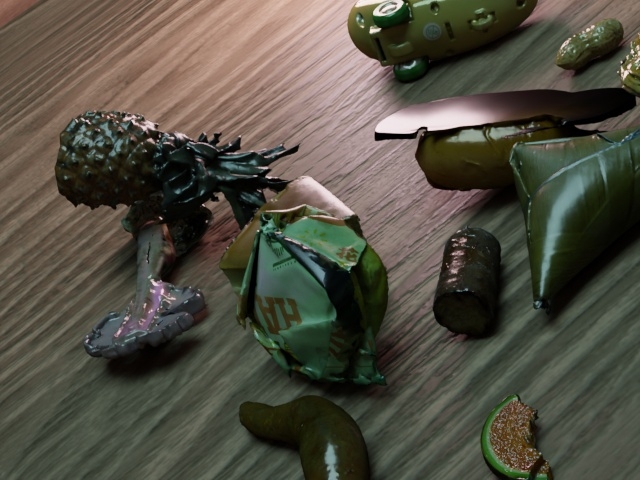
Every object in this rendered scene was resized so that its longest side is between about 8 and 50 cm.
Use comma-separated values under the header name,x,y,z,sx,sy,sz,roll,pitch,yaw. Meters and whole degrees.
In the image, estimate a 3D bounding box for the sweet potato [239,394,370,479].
name,x,y,z,sx,sy,sz,roll,pitch,yaw
sweet potato,-0.007,0.234,1.546,0.108,0.079,0.346,-44,29,-2

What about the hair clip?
name,x,y,z,sx,sy,sz,roll,pitch,yaw
hair clip,-0.245,0.077,1.968,0.173,0.069,0.300,-20,32,15

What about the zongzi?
name,x,y,z,sx,sy,sz,roll,pitch,yaw
zongzi,0.349,-0.033,1.629,0.228,0.115,0.256,-11,43,15

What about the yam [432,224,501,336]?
name,x,y,z,sx,sy,sz,roll,pitch,yaw
yam,0.179,0.049,1.667,0.079,0.079,0.141,-14,33,23

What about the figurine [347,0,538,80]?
name,x,y,z,sx,sy,sz,roll,pitch,yaw
figurine,0.200,-0.379,2.237,0.324,0.124,0.222,-14,31,17

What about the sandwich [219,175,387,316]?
name,x,y,z,sx,sy,sz,roll,pitch,yaw
sandwich,0.000,0.000,1.851,0.186,0.108,0.220,-1,38,37

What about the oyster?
name,x,y,z,sx,sy,sz,roll,pitch,yaw
oyster,-0.238,-0.032,2.137,0.125,0.064,0.177,-50,45,-8

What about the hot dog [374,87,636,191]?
name,x,y,z,sx,sy,sz,roll,pitch,yaw
hot dog,0.247,-0.121,1.823,0.326,0.107,0.194,3,25,33

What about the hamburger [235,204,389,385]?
name,x,y,z,sx,sy,sz,roll,pitch,yaw
hamburger,0.007,0.085,1.653,0.235,0.214,0.125,29,46,28

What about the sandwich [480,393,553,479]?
name,x,y,z,sx,sy,sz,roll,pitch,yaw
sandwich,0.204,0.217,1.449,0.067,0.029,0.135,-16,32,10

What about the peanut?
name,x,y,z,sx,sy,sz,roll,pitch,yaw
peanut,0.394,-0.286,2.007,0.113,0.054,0.054,-31,31,-1

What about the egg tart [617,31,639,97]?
name,x,y,z,sx,sy,sz,roll,pitch,yaw
egg tart,0.491,-0.202,1.731,0.241,0.106,0.241,-3,33,2

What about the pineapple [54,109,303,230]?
name,x,y,z,sx,sy,sz,roll,pitch,yaw
pineapple,-0.208,-0.100,2.026,0.364,0.165,0.165,10,42,11
